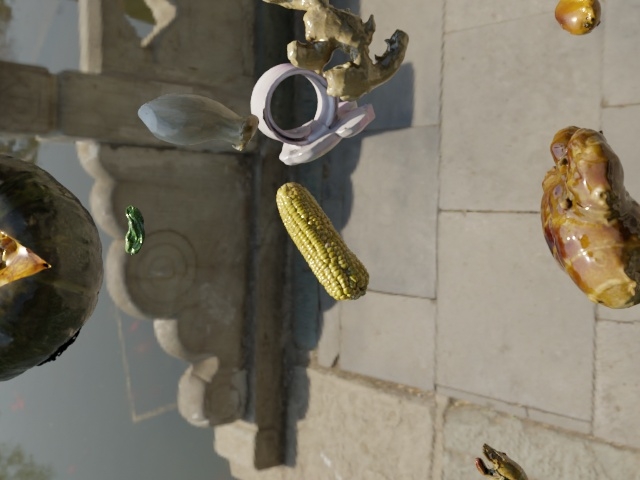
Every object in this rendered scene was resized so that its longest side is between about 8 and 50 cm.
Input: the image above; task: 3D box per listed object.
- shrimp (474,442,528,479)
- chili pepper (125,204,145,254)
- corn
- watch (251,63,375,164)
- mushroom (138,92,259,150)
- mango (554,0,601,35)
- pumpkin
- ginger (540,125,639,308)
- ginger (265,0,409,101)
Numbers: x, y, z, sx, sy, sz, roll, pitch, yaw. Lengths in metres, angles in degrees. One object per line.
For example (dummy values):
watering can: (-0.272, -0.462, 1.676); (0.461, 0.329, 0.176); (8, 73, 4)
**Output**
shrimp: (0.333, 0.426, 1.489); (0.095, 0.162, 0.045); (5, 54, 54)
chili pepper: (-0.330, -0.016, 1.395); (0.034, 0.030, 0.091); (23, 116, 43)
corn: (0.000, 0.000, 1.655); (0.101, 0.101, 0.291); (-44, 71, 40)
watch: (-0.027, -0.317, 1.846); (0.217, 0.248, 0.211); (58, 171, -25)
mushroom: (-0.216, -0.208, 1.393); (0.088, 0.212, 0.097); (-101, 24, -48)
mango: (0.496, -0.436, 1.512); (0.077, 0.063, 0.127); (-62, 24, 17)
pumpkin: (-0.341, 0.030, 0.829); (0.238, 0.159, 0.238); (-1, 85, 9)
ginger: (0.432, -0.044, 1.267); (0.152, 0.357, 0.274); (-24, 95, 12)
ginger: (0.002, -0.313, 1.193); (0.149, 0.259, 0.065); (-62, 10, -13)
